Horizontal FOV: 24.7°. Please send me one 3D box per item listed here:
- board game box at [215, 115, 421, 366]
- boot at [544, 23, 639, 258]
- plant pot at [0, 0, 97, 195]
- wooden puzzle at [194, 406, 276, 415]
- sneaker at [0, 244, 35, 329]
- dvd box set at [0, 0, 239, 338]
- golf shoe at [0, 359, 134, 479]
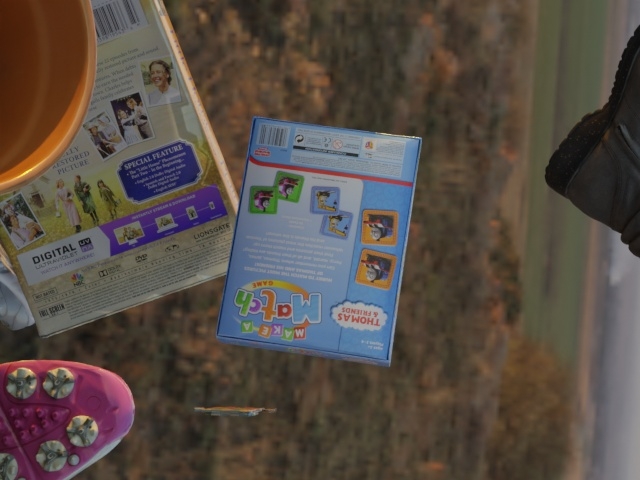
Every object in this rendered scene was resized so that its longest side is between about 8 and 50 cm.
[{"bbox_3d":[0.000,0.000,1.341,0.039,0.160,0.212,78,21,-75],"label":"board game box"},{"bbox_3d":[0.444,-0.132,1.742,0.118,0.222,0.338,2,124,-52],"label":"boot"},{"bbox_3d":[-0.356,-0.158,1.182,0.291,0.203,0.291,13,71,-45],"label":"plant pot"},{"bbox_3d":[-0.086,0.170,1.454,0.049,0.083,0.006,11,80,-73],"label":"wooden puzzle"},{"bbox_3d":[-0.465,0.051,1.927,0.105,0.115,0.281,51,-8,29],"label":"sneaker"},{"bbox_3d":[-0.292,-0.118,1.862,0.062,0.307,0.420,-64,133,-78],"label":"dvd box set"},{"bbox_3d":[-0.287,0.183,1.266,0.140,0.306,0.115,23,47,-70],"label":"golf shoe"}]
